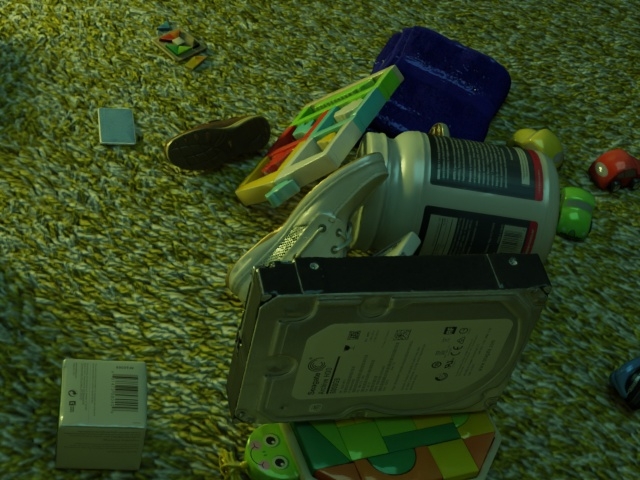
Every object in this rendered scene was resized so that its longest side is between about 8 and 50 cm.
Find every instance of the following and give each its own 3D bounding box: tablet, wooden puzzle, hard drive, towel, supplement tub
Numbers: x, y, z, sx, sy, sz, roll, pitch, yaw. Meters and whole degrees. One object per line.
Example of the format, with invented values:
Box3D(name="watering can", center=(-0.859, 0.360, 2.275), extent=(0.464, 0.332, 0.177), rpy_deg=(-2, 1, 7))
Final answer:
Box3D(name="tablet", center=(-0.310, -0.173, 1.864), extent=(0.054, 0.006, 0.083), rpy_deg=(1, 45, -15))
Box3D(name="wooden puzzle", center=(-0.233, -0.326, 2.035), extent=(0.116, 0.014, 0.078), rpy_deg=(35, 47, 20))
Box3D(name="hard drive", center=(0.073, 0.116, 1.416), extent=(0.339, 0.237, 0.064), rpy_deg=(0, 46, -16))
Box3D(name="towel", center=(0.178, -0.235, 2.014), extent=(0.227, 0.076, 0.308), rpy_deg=(22, 44, 8))
Box3D(name="supplement tub", center=(0.186, -0.052, 1.747), extent=(0.272, 0.191, 0.191), rpy_deg=(9, 44, -8))

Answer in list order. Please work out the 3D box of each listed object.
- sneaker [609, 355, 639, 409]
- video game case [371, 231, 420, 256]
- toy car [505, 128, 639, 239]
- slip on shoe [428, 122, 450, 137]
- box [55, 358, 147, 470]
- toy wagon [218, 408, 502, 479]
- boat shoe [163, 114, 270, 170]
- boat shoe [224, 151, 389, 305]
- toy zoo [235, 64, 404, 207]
Box3D(name="sneaker", center=(0.480, 0.189, 1.692), extent=(0.188, 0.067, 0.078), rpy_deg=(-14, 72, -29))
Box3D(name="video game case", center=(0.025, 0.083, 1.560), extent=(0.023, 0.201, 0.183), rpy_deg=(49, 38, -9))
Box3D(name="toy car", center=(0.411, -0.092, 1.951), extent=(0.239, 0.053, 0.225), rpy_deg=(15, 43, 0))
Box3D(name="slip on shoe", center=(0.190, -0.111, 1.873), extent=(0.041, 0.051, 0.135), rpy_deg=(0, 84, -33))
Box3D(name="box", center=(-0.257, 0.204, 1.439), extent=(0.102, 0.087, 0.101), rpy_deg=(3, 45, -12))
Box3D(name="toy wagon", center=(0.047, 0.245, 1.498), extent=(0.344, 0.068, 0.267), rpy_deg=(-7, 48, -23))
Box3D(name="boat shoe", center=(-0.162, -0.149, 1.850), extent=(0.178, 0.064, 0.060), rpy_deg=(-19, 23, -33))
Box3D(name="boat shoe", center=(0.000, 0.000, 1.628), extent=(0.096, 0.277, 0.098), rpy_deg=(51, 17, 17))
Box3D(name="toy zoo", center=(-0.009, -0.143, 1.801), extent=(0.030, 0.192, 0.293), rpy_deg=(54, 45, -18))
